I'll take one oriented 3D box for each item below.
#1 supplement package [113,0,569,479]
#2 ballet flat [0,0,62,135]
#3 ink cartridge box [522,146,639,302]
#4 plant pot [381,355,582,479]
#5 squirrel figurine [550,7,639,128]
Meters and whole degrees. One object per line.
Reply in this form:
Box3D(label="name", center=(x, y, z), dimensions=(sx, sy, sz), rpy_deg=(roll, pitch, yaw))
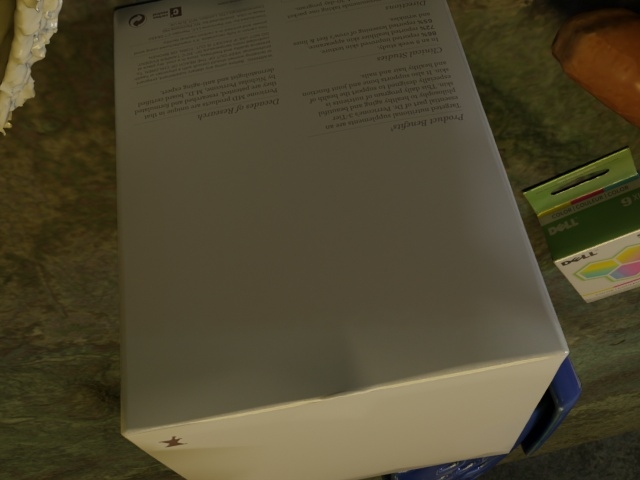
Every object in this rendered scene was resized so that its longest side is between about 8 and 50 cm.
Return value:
Box3D(label="supplement package", center=(0.000, 0.000, 0.444), dimensions=(0.199, 0.263, 0.198), rpy_deg=(-11, 151, 1))
Box3D(label="ballet flat", center=(-0.235, -0.072, 0.375), dimensions=(0.146, 0.147, 0.409), rpy_deg=(12, 145, -35))
Box3D(label="ink cartridge box", center=(0.300, -0.006, 0.741), dimensions=(0.108, 0.062, 0.209), rpy_deg=(-23, 148, 23))
Box3D(label="plant pot", center=(0.145, 0.144, 0.791), dimensions=(0.212, 0.236, 0.236), rpy_deg=(-16, 151, -3))
Box3D(label="squirrel figurine", center=(0.425, -0.136, 0.419), dimensions=(0.396, 0.281, 0.370), rpy_deg=(-1, 142, -45))
